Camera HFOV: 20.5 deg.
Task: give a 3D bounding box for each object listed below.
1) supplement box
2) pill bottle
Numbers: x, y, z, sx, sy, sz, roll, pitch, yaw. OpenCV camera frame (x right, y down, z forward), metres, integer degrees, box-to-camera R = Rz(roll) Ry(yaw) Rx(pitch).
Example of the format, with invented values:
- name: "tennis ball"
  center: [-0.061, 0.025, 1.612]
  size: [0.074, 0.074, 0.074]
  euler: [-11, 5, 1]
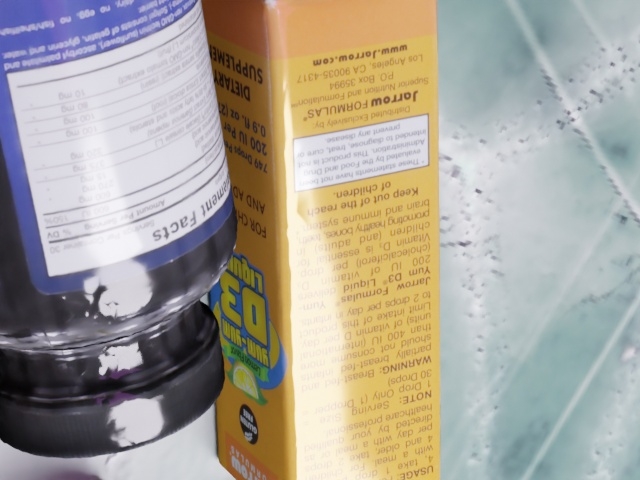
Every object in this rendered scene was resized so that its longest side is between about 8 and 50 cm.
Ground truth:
- name: "supplement box"
  center: [0.000, 0.000, 0.736]
  size: [0.080, 0.078, 0.233]
  euler: [-14, 113, -25]
- name: "pill bottle"
  center: [-0.097, -0.038, 0.641]
  size: [0.123, 0.123, 0.219]
  euler: [-19, 117, -23]
